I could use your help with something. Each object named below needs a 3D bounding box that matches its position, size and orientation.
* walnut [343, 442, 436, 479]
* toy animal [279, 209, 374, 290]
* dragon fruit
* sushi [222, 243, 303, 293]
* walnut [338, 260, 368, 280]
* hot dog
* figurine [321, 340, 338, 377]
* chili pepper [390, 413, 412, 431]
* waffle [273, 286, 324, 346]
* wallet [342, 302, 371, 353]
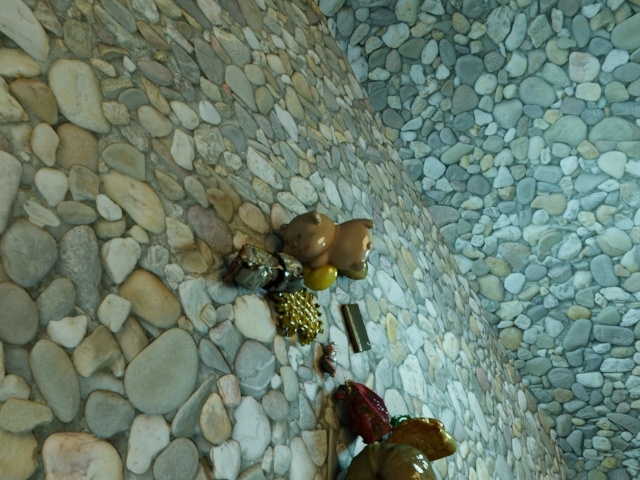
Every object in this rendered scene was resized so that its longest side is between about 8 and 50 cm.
[{"bbox_3d":[0.216,0.770,1.577,0.285,0.296,0.285,54,-4,6],"label":"walnut"},{"bbox_3d":[-0.004,0.017,1.780,0.247,0.345,0.277,49,49,-35],"label":"toy animal"},{"bbox_3d":[0.133,0.584,1.764,0.211,0.134,0.262,48,2,3],"label":"dragon fruit"},{"bbox_3d":[-0.165,0.097,1.618,0.332,0.124,0.130,16,35,-39],"label":"sushi"},{"bbox_3d":[0.113,0.068,2.114,0.245,0.137,0.137,55,31,-15],"label":"walnut"},{"bbox_3d":[0.361,0.739,1.874,0.153,0.257,0.150,-102,164,-48],"label":"hot dog"},{"bbox_3d":[0.036,0.422,1.798,0.129,0.054,0.072,-80,150,-56],"label":"figurine"},{"bbox_3d":[0.335,0.736,2.027,0.182,0.050,0.073,21,59,-47],"label":"chili pepper"},{"bbox_3d":[-0.070,0.250,1.760,0.232,0.051,0.228,-14,77,-61],"label":"waffle"},{"bbox_3d":[0.146,0.353,2.041,0.110,0.031,0.197,7,63,-57],"label":"wallet"}]
